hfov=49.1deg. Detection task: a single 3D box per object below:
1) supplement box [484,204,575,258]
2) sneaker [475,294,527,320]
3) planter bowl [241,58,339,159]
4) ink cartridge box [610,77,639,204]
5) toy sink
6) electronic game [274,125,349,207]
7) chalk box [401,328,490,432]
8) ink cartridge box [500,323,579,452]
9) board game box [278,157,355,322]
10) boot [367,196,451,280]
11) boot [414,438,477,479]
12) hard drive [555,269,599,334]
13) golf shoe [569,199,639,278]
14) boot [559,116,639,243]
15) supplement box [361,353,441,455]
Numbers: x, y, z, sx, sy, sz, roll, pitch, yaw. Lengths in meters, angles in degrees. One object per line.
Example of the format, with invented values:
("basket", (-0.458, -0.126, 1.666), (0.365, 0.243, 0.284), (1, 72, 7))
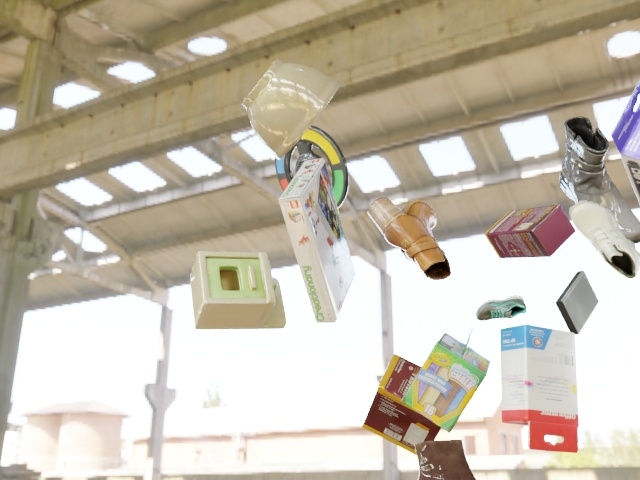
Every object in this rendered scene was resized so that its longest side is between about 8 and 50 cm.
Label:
("supplement box", (0.499, -0.018, 1.683), (0.081, 0.104, 0.188), (54, -19, -12))
("sneaker", (0.573, 0.220, 2.211), (0.166, 0.065, 0.076), (-18, 21, -1))
("planter bowl", (-0.061, -0.232, 1.169), (0.109, 0.162, 0.162), (39, -33, -12))
("ink cartridge box", (0.587, -0.194, 1.216), (0.045, 0.206, 0.208), (16, -21, 46))
("toy sink", (-0.187, 0.120, 1.704), (0.234, 0.153, 0.131), (3, -38, -21))
("electronic game", (-0.024, -0.170, 1.717), (0.229, 0.229, 0.048), (-22, 4, 45))
("chalk box", (0.304, 0.303, 1.610), (0.132, 0.213, 0.132), (33, 14, 14))
("ink cartridge box", (0.424, 0.288, 1.360), (0.134, 0.231, 0.078), (12, -18, -25))
("board game box", (0.000, 0.000, 1.522), (0.053, 0.193, 0.305), (-6, -63, 20))
("boot", (0.255, -0.002, 1.706), (0.109, 0.220, 0.283), (-48, -28, 16))
("boot", (0.350, 0.573, 1.658), (0.248, 0.207, 0.090), (-2, -28, -1))
("hard drive", (0.603, 0.144, 1.645), (0.022, 0.094, 0.135), (-17, 17, 48))
("golf shoe", (0.539, -0.001, 1.315), (0.176, 0.086, 0.069), (44, -62, -2))
("boot", (0.723, -0.157, 1.827), (0.118, 0.338, 0.223), (-22, -43, -6))
("supplement box", (0.238, 0.445, 1.882), (0.191, 0.129, 0.194), (25, -47, 11))
